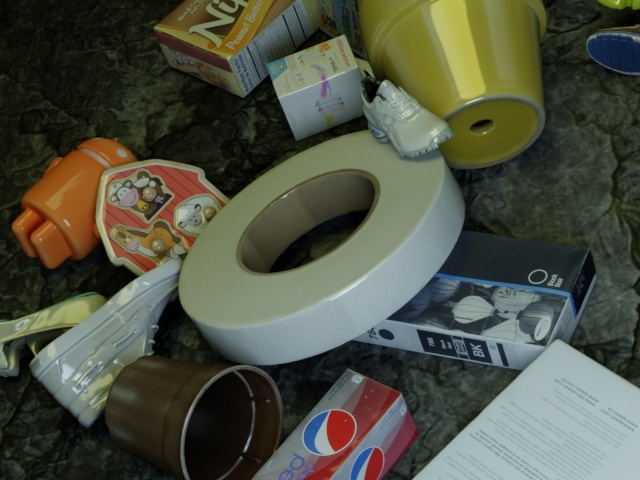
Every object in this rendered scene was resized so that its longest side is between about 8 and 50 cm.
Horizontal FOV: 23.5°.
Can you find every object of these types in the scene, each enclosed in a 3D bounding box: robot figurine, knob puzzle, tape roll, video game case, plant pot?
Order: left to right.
[{"bbox_3d":[-0.340,-0.061,2.208,0.219,0.128,0.158,-45,14,-22],"label":"robot figurine"},{"bbox_3d":[-0.226,-0.038,2.134,0.213,0.030,0.213,4,66,-9],"label":"knob puzzle"},{"bbox_3d":[-0.161,0.214,1.846,0.165,0.167,0.167,12,53,41],"label":"plant pot"},{"bbox_3d":[0.000,0.000,1.974,0.392,0.072,0.392,-24,30,15],"label":"tape roll"},{"bbox_3d":[0.051,-0.375,2.283,0.026,0.227,0.206,-27,42,-22],"label":"video game case"},{"bbox_3d":[0.196,-0.239,2.089,0.254,0.254,0.239,-17,57,7],"label":"plant pot"}]

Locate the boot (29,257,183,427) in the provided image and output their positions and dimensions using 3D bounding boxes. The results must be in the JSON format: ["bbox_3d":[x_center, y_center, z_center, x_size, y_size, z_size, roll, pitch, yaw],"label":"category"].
[{"bbox_3d":[-0.246,0.137,2.007,0.258,0.095,0.123,-39,85,-29],"label":"boot"}]

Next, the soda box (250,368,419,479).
[{"bbox_3d":[-0.005,0.276,1.764,0.092,0.083,0.263,23,60,39],"label":"soda box"}]

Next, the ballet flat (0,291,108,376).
[{"bbox_3d":[-0.400,0.139,2.079,0.248,0.086,0.086,-18,43,4],"label":"ballet flat"}]

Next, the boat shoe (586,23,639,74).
[{"bbox_3d":[0.462,-0.270,2.129,0.183,0.066,0.066,10,47,18],"label":"boat shoe"}]

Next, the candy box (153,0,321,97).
[{"bbox_3d":[-0.088,-0.377,2.444,0.183,0.087,0.316,26,62,39],"label":"candy box"}]

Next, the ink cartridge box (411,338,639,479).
[{"bbox_3d":[0.267,0.297,1.641,0.330,0.071,0.324,-42,47,-15],"label":"ink cartridge box"}]

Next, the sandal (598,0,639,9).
[{"bbox_3d":[0.540,-0.363,2.149,0.317,0.126,0.138,15,12,20],"label":"sandal"}]

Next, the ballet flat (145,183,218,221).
[{"bbox_3d":[-0.213,-0.021,2.172,0.168,0.057,0.052,-36,67,-11],"label":"ballet flat"}]

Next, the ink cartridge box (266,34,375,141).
[{"bbox_3d":[0.008,-0.227,2.253,0.143,0.090,0.092,-22,43,2],"label":"ink cartridge box"}]

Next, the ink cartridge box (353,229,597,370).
[{"bbox_3d":[0.161,0.064,1.921,0.332,0.065,0.165,7,51,29],"label":"ink cartridge box"}]

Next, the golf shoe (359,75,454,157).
[{"bbox_3d":[0.100,-0.162,1.969,0.069,0.086,0.176,-38,30,-16],"label":"golf shoe"}]
